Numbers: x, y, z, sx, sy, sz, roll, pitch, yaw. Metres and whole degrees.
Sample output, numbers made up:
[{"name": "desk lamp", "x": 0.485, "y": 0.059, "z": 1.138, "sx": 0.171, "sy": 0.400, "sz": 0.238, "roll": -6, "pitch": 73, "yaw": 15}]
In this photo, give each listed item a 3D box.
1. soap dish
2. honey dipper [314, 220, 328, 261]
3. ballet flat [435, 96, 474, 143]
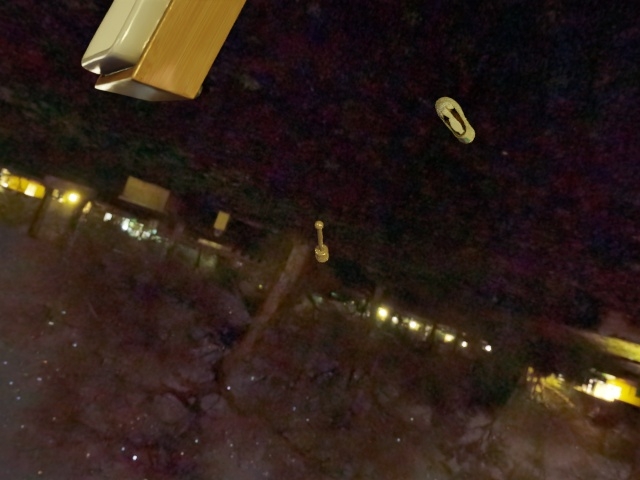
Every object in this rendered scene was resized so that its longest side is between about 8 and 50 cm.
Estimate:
[{"name": "soap dish", "x": -0.200, "y": -0.328, "z": 0.641, "sx": 0.118, "sy": 0.290, "sz": 0.229, "roll": 30, "pitch": 174, "yaw": -38}, {"name": "honey dipper", "x": 0.000, "y": 0.000, "z": 0.990, "sx": 0.031, "sy": 0.030, "sz": 0.160, "roll": 18, "pitch": 154, "yaw": 13}, {"name": "ballet flat", "x": 0.346, "y": -0.323, "z": 1.197, "sx": 0.052, "sy": 0.057, "sz": 0.168, "roll": 8, "pitch": -136, "yaw": -46}]
